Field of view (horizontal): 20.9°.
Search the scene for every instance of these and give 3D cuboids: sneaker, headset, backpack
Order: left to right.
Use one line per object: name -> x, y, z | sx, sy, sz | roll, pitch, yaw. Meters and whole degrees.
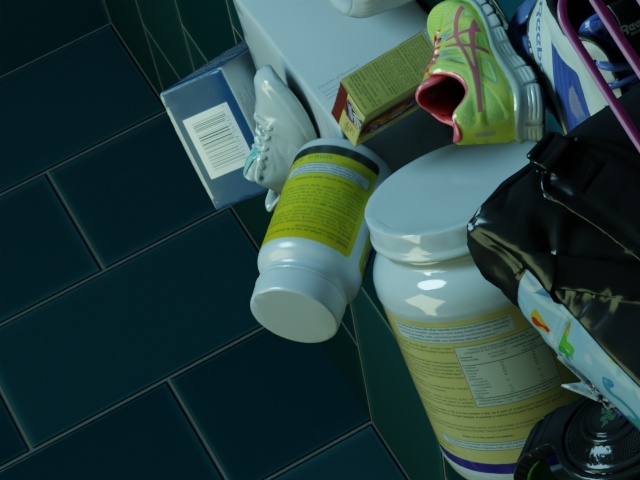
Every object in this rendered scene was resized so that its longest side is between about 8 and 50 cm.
sneaker -> -0.055, -0.110, 2.049 | 0.080, 0.094, 0.212 | 54, 169, 43
sneaker -> 0.122, -0.150, 1.529 | 0.208, 0.094, 0.081 | -116, 13, -54
sneaker -> 0.258, -0.111, 1.432 | 0.315, 0.127, 0.182 | 61, 172, 17
headset -> 0.336, 0.253, 1.672 | 0.243, 0.185, 0.394 | 36, 146, -9
backpack -> 0.327, 0.060, 1.230 | 0.355, 0.290, 0.273 | 44, 169, 39

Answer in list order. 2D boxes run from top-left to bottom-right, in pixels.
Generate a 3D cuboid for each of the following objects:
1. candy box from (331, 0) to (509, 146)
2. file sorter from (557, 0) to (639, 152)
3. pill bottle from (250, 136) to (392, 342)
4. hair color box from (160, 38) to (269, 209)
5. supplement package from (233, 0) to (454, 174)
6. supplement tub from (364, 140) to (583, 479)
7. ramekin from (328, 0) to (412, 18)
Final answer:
candy box -> 0.104, -0.179, 1.829 | 0.053, 0.186, 0.109 | 58, 168, 9
file sorter -> 0.273, -0.175, 1.050 | 0.202, 0.182, 0.291 | 59, 169, 17
pill bottle -> 0.000, 0.000, 1.906 | 0.119, 0.119, 0.208 | 90, -164, -54
hair color box -> -0.068, -0.186, 2.340 | 0.174, 0.105, 0.347 | 65, -151, -10
supplement package -> 0.046, -0.201, 2.081 | 0.293, 0.175, 0.177 | 54, 169, 38
supplement tub -> 0.198, 0.078, 1.888 | 0.241, 0.241, 0.331 | 42, 157, 62
ramekin -> 0.043, -0.345, 1.923 | 0.207, 0.109, 0.207 | 58, 168, 19
